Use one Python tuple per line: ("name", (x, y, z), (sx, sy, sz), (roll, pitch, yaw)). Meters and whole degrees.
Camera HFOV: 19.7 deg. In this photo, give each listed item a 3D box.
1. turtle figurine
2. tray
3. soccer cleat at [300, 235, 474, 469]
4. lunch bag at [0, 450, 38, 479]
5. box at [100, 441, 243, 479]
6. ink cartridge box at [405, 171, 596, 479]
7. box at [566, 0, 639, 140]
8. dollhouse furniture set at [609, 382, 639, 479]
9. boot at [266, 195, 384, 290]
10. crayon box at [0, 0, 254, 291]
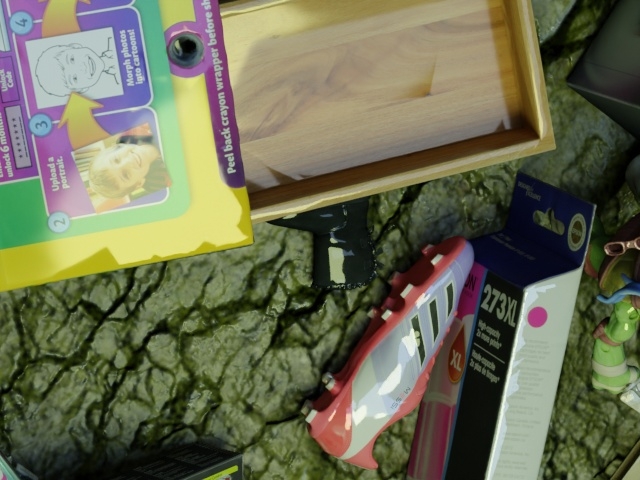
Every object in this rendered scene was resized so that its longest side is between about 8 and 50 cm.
("turtle figurine", (0.337, 0.056, 1.766), (0.275, 0.266, 0.198), (18, 118, -23))
("tray", (-0.006, -0.138, 1.681), (0.411, 0.076, 0.202), (-14, 107, -6))
("soccer cleat", (0.081, 0.108, 1.792), (0.095, 0.083, 0.248), (36, 93, -13))
("lunch bag", (-0.374, 0.291, 1.662), (0.279, 0.108, 0.224), (-34, 110, -9))
("box", (-0.175, 0.324, 1.691), (0.270, 0.060, 0.216), (-17, 112, -52))
("ink cartridge box", (0.167, 0.125, 1.778), (0.069, 0.176, 0.371), (10, 99, -20))
("box", (0.428, -0.202, 1.729), (0.183, 0.296, 0.294), (32, 90, -24))
("dollhouse furniture set", (0.321, 0.204, 1.912), (0.081, 0.091, 0.114), (36, 92, -8))
("boot", (-0.001, 0.000, 1.763), (0.121, 0.045, 0.099), (-9, 111, -16))
("crayon box", (-0.238, -0.149, 1.536), (0.313, 0.106, 0.363), (-10, 109, -7))
